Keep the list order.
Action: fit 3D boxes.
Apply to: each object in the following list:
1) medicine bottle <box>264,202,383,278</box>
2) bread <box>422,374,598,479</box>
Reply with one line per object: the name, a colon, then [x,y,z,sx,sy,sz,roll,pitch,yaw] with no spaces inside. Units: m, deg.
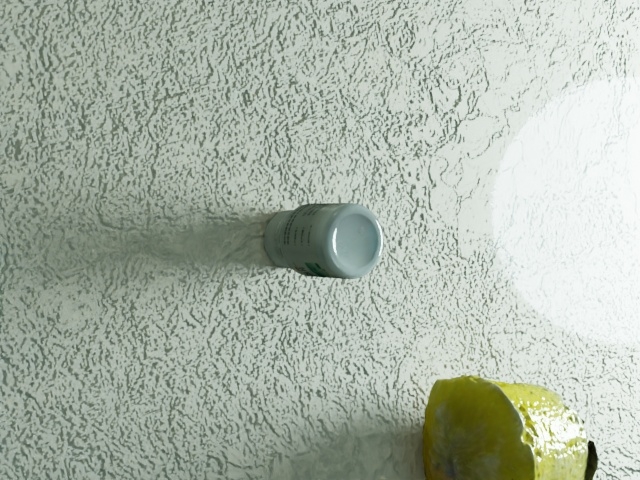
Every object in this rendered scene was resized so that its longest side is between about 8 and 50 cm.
medicine bottle: [0.000,0.000,1.457,0.080,0.130,0.080,0,90,-34]
bread: [0.210,0.243,1.573,0.171,0.197,0.197,-3,93,-39]
